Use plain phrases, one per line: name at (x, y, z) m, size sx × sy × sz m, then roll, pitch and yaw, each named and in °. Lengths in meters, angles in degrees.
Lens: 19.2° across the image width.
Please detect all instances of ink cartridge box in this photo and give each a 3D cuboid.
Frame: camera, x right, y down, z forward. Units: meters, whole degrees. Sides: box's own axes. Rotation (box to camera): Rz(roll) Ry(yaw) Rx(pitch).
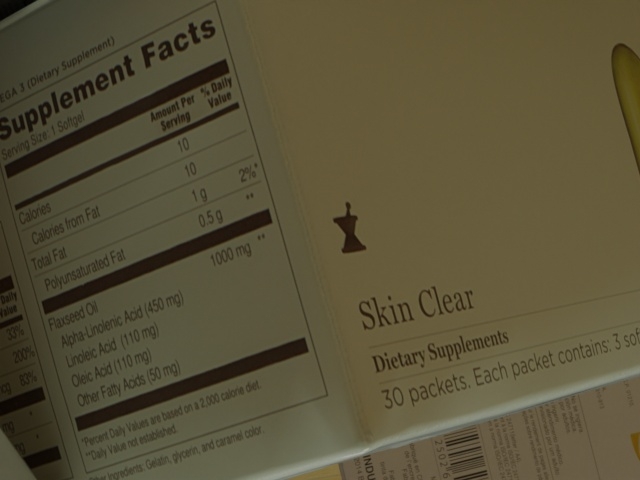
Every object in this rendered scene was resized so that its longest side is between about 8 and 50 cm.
ink cartridge box at (0.157, 0.082, 1.166) m, size 0.311 × 0.186 × 0.065 m, roll -17°, pitch 166°, yaw 14°

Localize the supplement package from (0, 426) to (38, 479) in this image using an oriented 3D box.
supplement package at (-0.187, 0.138, 0.522) m, size 0.244 × 0.134 × 0.139 m, roll -5°, pitch 131°, yaw 28°

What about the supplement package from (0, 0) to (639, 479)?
supplement package at (0.000, 0.000, 0.617) m, size 0.204 × 0.145 × 0.262 m, roll -22°, pitch 172°, yaw 38°

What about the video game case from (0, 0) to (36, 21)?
video game case at (-0.142, -0.064, 0.508) m, size 0.166 × 0.015 × 0.119 m, roll -13°, pitch 170°, yaw -4°
